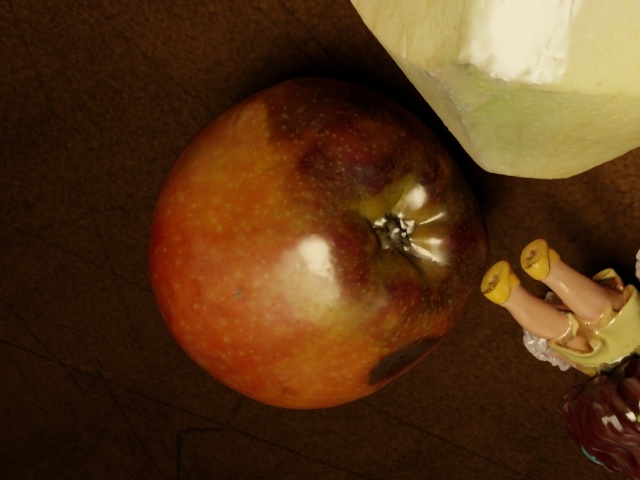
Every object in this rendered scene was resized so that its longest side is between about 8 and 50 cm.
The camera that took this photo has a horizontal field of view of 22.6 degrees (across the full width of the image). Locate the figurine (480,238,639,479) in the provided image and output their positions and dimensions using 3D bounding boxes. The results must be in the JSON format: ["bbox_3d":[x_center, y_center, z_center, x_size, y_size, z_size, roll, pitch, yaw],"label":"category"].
[{"bbox_3d":[0.217,0.084,1.124,0.240,0.116,0.175,47,132,-13],"label":"figurine"}]

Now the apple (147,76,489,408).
[{"bbox_3d":[0.000,0.000,1.097,0.230,0.230,0.230,14,131,17],"label":"apple"}]

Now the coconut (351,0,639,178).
[{"bbox_3d":[0.138,-0.151,0.889,0.259,0.259,0.259,14,131,17],"label":"coconut"}]
